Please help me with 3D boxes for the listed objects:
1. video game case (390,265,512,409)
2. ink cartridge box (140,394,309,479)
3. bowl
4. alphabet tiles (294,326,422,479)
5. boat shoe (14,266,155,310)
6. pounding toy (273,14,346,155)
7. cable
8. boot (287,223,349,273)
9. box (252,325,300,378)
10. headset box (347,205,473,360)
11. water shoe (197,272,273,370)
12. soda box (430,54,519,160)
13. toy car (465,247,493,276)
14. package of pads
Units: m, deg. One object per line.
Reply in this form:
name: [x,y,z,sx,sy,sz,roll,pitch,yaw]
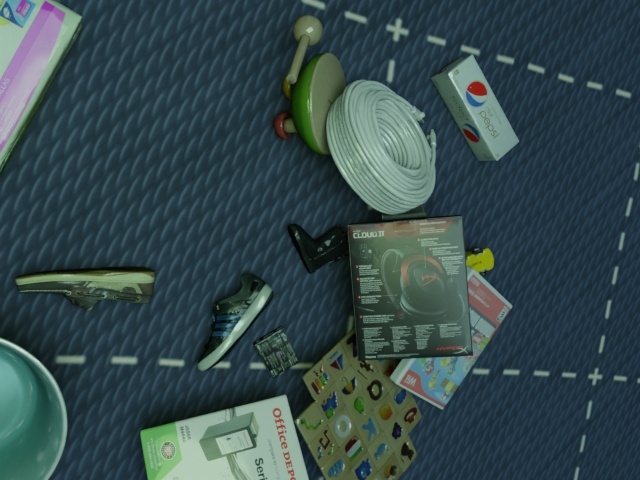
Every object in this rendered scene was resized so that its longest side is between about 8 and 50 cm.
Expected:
video game case: [0.289,0.216,1.274,0.204,0.025,0.285,37,88,-40]
ink cartridge box: [-0.173,0.416,1.078,0.273,0.114,0.198,-10,67,-19]
bowl: [-0.562,0.272,0.928,0.312,0.163,0.311,-3,98,-20]
alphabet tiles: [0.089,0.366,1.211,0.285,0.011,0.342,-38,110,-37]
boat shoe: [-0.397,0.085,1.009,0.224,0.080,0.073,-2,93,-25]
pounding toy: [-0.038,-0.265,1.072,0.237,0.110,0.182,64,37,-52]
cable: [0.115,-0.174,1.090,0.257,0.089,0.257,33,46,-34]
boot: [0.000,0.000,1.165,0.099,0.045,0.121,-30,114,-12]
box: [-0.087,0.223,1.178,0.067,0.018,0.083,-30,107,-14]
headset box: [0.172,0.074,1.144,0.218,0.110,0.293,-5,91,8]
water shoe: [-0.176,0.153,1.119,0.080,0.073,0.203,39,83,6]
soda box: [0.324,-0.273,1.236,0.074,0.069,0.216,-40,110,-12]
toy car: [0.242,0.098,1.266,0.239,0.053,0.224,15,93,-21]
package of pads: [-0.538,-0.272,0.893,0.229,0.101,0.296,28,87,-22]
